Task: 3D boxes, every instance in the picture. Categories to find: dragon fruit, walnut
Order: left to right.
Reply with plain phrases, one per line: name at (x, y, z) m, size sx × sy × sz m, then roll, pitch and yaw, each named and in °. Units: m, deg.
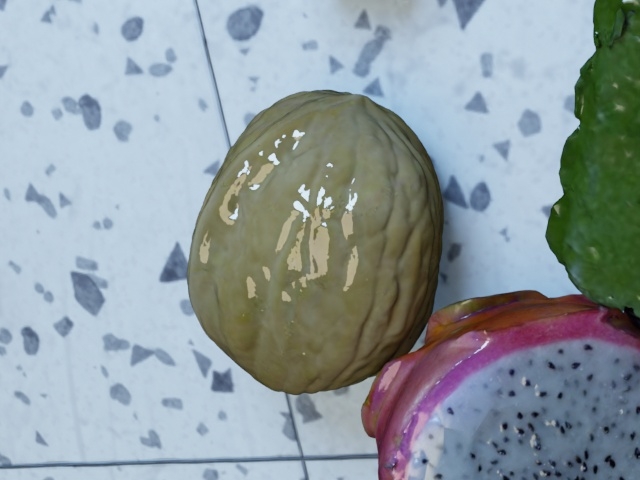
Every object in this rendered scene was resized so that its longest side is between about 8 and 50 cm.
walnut at (0.000, 0.000, 1.097) m, size 0.225 × 0.225 × 0.261 m, roll 26°, pitch 114°, yaw 17°
dragon fruit at (0.164, 0.170, 1.050) m, size 0.291 × 0.189 × 0.290 m, roll -1°, pitch 95°, yaw -10°

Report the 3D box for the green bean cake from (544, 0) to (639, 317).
green bean cake at (0.341, -0.089, 0.909) m, size 0.335 × 0.218 × 0.319 m, roll 24°, pitch 123°, yaw 25°
